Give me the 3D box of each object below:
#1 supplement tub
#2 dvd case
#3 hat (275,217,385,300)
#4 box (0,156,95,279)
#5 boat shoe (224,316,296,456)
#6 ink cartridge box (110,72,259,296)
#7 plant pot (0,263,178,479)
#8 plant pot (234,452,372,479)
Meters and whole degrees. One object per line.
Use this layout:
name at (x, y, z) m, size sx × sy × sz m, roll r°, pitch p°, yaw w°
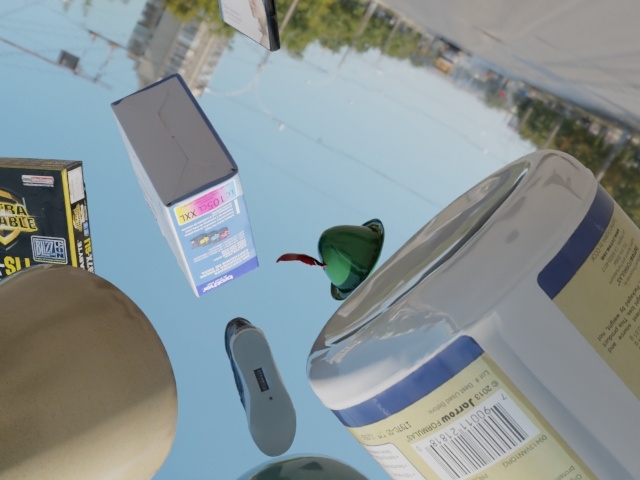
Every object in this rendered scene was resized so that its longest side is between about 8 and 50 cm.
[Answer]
supplement tub at (0.170, 0.124, 0.599) m, size 0.316 × 0.228 × 0.228 m, roll 48°, pitch -166°, yaw -4°
dvd case at (-0.136, -0.469, 1.562) m, size 0.022 × 0.253 × 0.180 m, roll -26°, pitch -137°, yaw -24°
hat at (0.000, 0.000, 1.664) m, size 0.183 × 0.173 × 0.208 m, roll 27°, pitch 170°, yaw -18°
box at (-0.623, -0.037, 1.844) m, size 0.322 × 0.257 × 0.079 m, roll 5°, pitch -160°, yaw 18°
boat shoe at (-0.080, 0.190, 1.206) m, size 0.065 × 0.183 × 0.083 m, roll -16°, pitch -167°, yaw -11°
ink cartridge box at (-0.248, -0.080, 1.739) m, size 0.270 × 0.151 × 0.395 m, roll 58°, pitch 164°, yaw 28°
plant pot at (-0.305, 0.174, 0.805) m, size 0.256 × 0.256 × 0.274 m, roll 32°, pitch -159°, yaw 12°
plant pot at (-0.050, 0.425, 1.171) m, size 0.290 × 0.290 × 0.195 m, roll 35°, pitch -179°, yaw 21°
